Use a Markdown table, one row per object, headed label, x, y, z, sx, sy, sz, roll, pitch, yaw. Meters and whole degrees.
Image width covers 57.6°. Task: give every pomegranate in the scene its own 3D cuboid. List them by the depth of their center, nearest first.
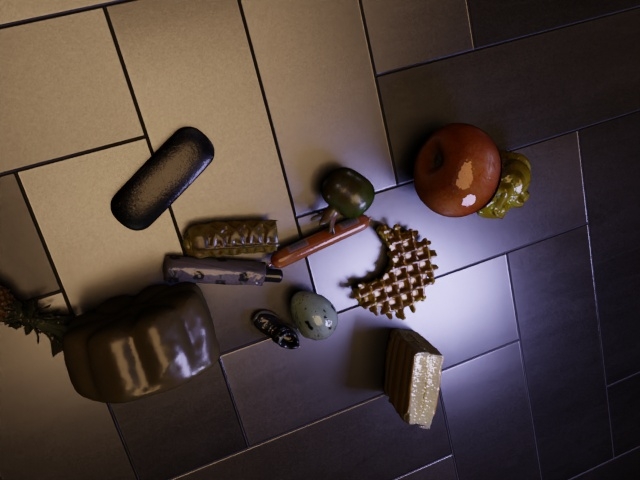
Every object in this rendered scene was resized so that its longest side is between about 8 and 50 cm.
| label | x | y | z | sx | sy | sz | roll | pitch | yaw |
| --- | --- | --- | --- | --- | --- | --- | --- | --- | --- |
| pomegranate | 0.062 | -0.111 | 1.672 | 0.152 | 0.131 | 0.191 | 33 | 94 | -1 |

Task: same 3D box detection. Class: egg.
| label | x | y | z | sx | sy | sz | roll | pitch | yaw |
| --- | --- | --- | --- | --- | --- | --- | --- | --- | --- |
| egg | -0.024 | 0.221 | 1.724 | 0.164 | 0.131 | 0.131 | 41 | 88 | -10 |

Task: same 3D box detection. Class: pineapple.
| label | x | y | z | sx | sy | sz | roll | pitch | yaw |
| --- | --- | --- | --- | --- | --- | --- | --- | --- | --- |
| pineapple | -0.769 | 0.200 | 1.492 | 0.277 | 0.119 | 0.130 | 27 | 74 | -23 |

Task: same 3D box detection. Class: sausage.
| label | x | y | z | sx | sy | sz | roll | pitch | yaw |
| --- | --- | --- | --- | --- | --- | --- | --- | --- | --- |
| sausage | 0.000 | 0.000 | 1.709 | 0.348 | 0.053 | 0.053 | -25 | 109 | -16 |

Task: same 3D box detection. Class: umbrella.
| label | x | y | z | sx | sy | sz | roll | pitch | yaw |
| --- | --- | --- | --- | --- | --- | --- | --- | --- | --- |
| umbrella | -0.272 | 0.089 | 1.644 | 0.338 | 0.073 | 0.067 | 4 | 144 | -19 |

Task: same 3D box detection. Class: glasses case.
| label | x | y | z | sx | sy | sz | roll | pitch | yaw |
| --- | --- | --- | --- | --- | --- | --- | --- | --- | --- |
| glasses case | -0.415 | -0.163 | 1.534 | 0.321 | 0.082 | 0.122 | -47 | 112 | -4 |

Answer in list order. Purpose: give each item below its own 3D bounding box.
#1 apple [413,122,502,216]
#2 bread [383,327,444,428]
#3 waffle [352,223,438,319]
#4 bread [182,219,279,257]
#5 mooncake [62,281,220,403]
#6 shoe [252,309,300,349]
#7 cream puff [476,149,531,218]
| label | x | y | z | sx | sy | sz | roll | pitch | yaw |
| --- | --- | --- | --- | --- | --- | --- | --- | --- | --- |
| apple | 0.388 | -0.205 | 1.684 | 0.206 | 0.252 | 0.271 | 14 | 104 | -45 |
| bread | 0.280 | 0.422 | 1.810 | 0.111 | 0.239 | 0.245 | 5 | 99 | -12 |
| waffle | 0.242 | 0.102 | 1.815 | 0.260 | 0.069 | 0.292 | 24 | 92 | -23 |
| bread | -0.248 | -0.005 | 1.622 | 0.270 | 0.098 | 0.087 | -5 | 62 | -16 |
| mooncake | -0.451 | 0.245 | 1.470 | 0.379 | 0.378 | 0.200 | -14 | 100 | -14 |
| shoe | -0.123 | 0.274 | 1.719 | 0.169 | 0.099 | 0.071 | 35 | 93 | -21 |
| cream puff | 0.562 | -0.162 | 1.800 | 0.221 | 0.194 | 0.194 | -41 | 111 | 0 |
